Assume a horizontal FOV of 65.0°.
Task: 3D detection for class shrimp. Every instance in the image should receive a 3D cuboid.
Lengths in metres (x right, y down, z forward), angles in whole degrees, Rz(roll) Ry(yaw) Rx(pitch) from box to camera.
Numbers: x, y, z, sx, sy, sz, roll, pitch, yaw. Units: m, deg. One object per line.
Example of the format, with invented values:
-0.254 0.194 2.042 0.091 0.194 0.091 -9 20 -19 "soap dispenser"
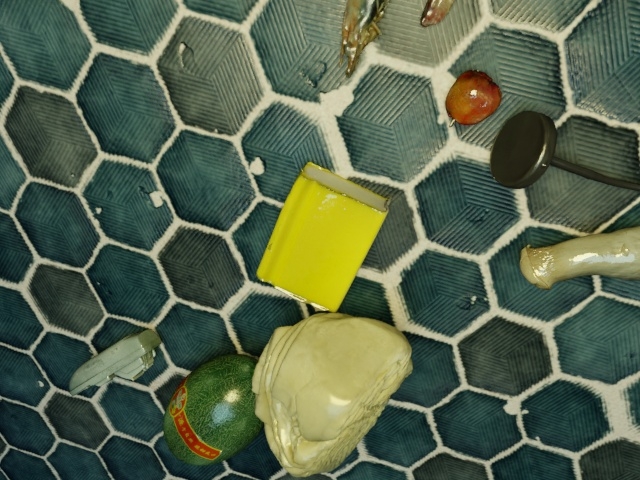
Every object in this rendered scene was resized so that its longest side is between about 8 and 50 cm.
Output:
0.106 -0.330 0.668 0.143 0.052 0.251 24 117 -4 "shrimp"

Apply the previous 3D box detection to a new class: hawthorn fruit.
0.212 -0.197 0.701 0.077 0.077 0.077 5 116 10 "hawthorn fruit"

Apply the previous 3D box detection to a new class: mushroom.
0.419 0.026 0.757 0.223 0.092 0.081 -9 70 12 "mushroom"

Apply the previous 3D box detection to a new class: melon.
-0.191 0.320 0.968 0.182 0.182 0.287 41 115 -9 "melon"

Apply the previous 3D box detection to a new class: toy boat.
-0.438 0.271 1.053 0.260 0.078 0.085 -31 91 21 "toy boat"

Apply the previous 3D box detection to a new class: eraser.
0.000 0.000 0.839 0.157 0.069 0.226 23 117 -3 "eraser"

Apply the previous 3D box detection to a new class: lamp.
0.425 -0.070 0.694 0.371 0.108 0.130 23 121 0 "lamp"

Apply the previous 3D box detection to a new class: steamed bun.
0.005 0.243 0.861 0.203 0.276 0.289 42 159 26 "steamed bun"
